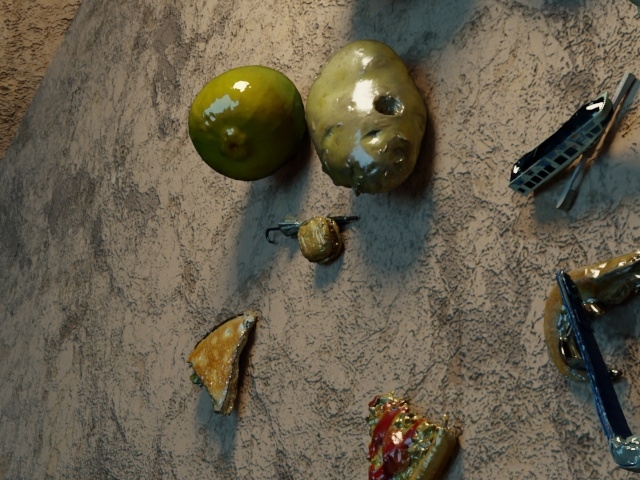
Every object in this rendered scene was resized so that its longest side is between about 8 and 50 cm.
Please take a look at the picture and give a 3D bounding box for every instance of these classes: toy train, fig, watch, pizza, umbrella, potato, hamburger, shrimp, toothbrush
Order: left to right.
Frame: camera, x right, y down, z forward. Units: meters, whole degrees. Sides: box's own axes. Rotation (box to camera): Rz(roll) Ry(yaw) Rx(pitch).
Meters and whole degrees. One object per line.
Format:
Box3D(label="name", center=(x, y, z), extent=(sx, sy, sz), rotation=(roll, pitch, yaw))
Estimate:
Box3D(label="pizza", center=(-0.166, 0.227, 2.268), extent=(0.185, 0.052, 0.195), rotation=(-39, 38, 32))
Box3D(label="fig", center=(-0.120, -0.209, 2.307), extent=(0.207, 0.207, 0.230), rotation=(-60, -11, 18))
Box3D(label="umbrella", center=(-0.024, -0.031, 2.194), extent=(0.269, 0.044, 0.044), rotation=(-14, 90, 54))
Box3D(label="hamburger", center=(0.000, 0.000, 2.121), extent=(0.083, 0.044, 0.076), rotation=(-19, 77, 47))
Box3D(label="potato", center=(0.073, -0.183, 2.022), extent=(0.191, 0.141, 0.296), rotation=(-35, 43, 22))
Box3D(label="pizza", center=(0.101, 0.277, 1.798), extent=(0.188, 0.062, 0.199), rotation=(-56, 32, 20))
Box3D(label="toy train", center=(0.311, -0.123, 1.660), extent=(0.207, 0.047, 0.043), rotation=(-45, 19, 54))
Box3D(label="toothbrush", center=(0.350, -0.125, 1.656), extent=(0.194, 0.017, 0.014), rotation=(-66, 19, 10))
Box3D(label="shrimp", center=(0.340, 0.087, 1.526), extent=(0.219, 0.046, 0.152), rotation=(-33, 48, 45))
Box3D(label="watch", center=(0.399, 0.097, 1.386), extent=(0.276, 0.068, 0.274), rotation=(-34, 51, 34))

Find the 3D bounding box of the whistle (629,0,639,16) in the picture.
Box3D(label="whistle", center=(0.417, -0.319, 1.572), extent=(0.101, 0.106, 0.253), rotation=(-34, 45, 2))
